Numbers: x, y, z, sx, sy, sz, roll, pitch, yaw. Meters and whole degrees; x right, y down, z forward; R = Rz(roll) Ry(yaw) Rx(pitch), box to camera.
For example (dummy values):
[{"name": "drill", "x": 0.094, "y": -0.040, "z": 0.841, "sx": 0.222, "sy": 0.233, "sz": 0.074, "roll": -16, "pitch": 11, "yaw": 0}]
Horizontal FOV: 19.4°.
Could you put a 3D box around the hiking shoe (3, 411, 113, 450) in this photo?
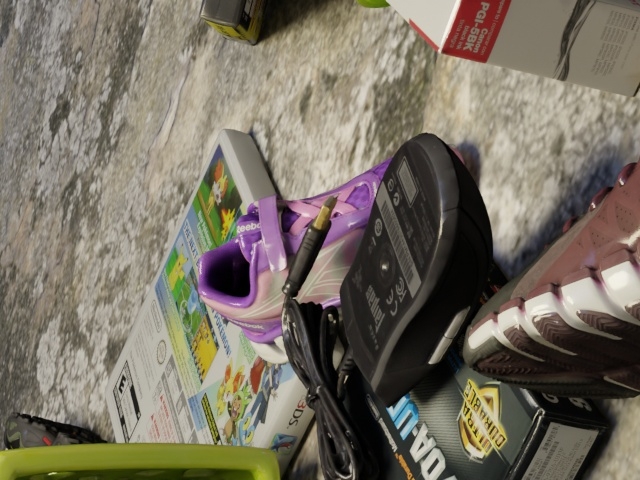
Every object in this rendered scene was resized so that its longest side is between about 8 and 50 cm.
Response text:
[{"name": "hiking shoe", "x": -0.260, "y": 0.234, "z": 1.797, "sx": 0.227, "sy": 0.086, "sz": 0.114, "roll": 9, "pitch": 83, "yaw": 65}]

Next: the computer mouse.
[{"name": "computer mouse", "x": 0.044, "y": 0.019, "z": 1.175, "sx": 0.184, "sy": 0.060, "sz": 0.262, "roll": -111, "pitch": 31, "yaw": -45}]

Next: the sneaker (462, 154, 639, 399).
[{"name": "sneaker", "x": 0.188, "y": -0.022, "z": 0.979, "sx": 0.281, "sy": 0.106, "sz": 0.162, "roll": -26, "pitch": 49, "yaw": 47}]

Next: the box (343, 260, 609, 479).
[{"name": "box", "x": 0.082, "y": 0.120, "z": 1.169, "sx": 0.175, "sy": 0.051, "sz": 0.220, "roll": -65, "pitch": 27, "yaw": 22}]

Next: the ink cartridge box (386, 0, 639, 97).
[{"name": "ink cartridge box", "x": 0.121, "y": -0.138, "z": 1.117, "sx": 0.099, "sy": 0.135, "sz": 0.056, "roll": -123, "pitch": 48, "yaw": -59}]

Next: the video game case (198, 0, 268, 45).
[{"name": "video game case", "x": -0.042, "y": -0.303, "z": 1.547, "sx": 0.248, "sy": 0.035, "sz": 0.274, "roll": -58, "pitch": -18, "yaw": -87}]

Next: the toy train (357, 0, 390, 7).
[{"name": "toy train", "x": 0.037, "y": -0.239, "z": 1.420, "sx": 0.248, "sy": 0.105, "sz": 0.143, "roll": 112, "pitch": 146, "yaw": -73}]

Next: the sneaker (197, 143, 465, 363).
[{"name": "sneaker", "x": 0.000, "y": 0.000, "z": 1.311, "sx": 0.236, "sy": 0.105, "sz": 0.095, "roll": -36, "pitch": 38, "yaw": 34}]

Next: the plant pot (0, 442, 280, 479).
[{"name": "plant pot", "x": -0.168, "y": 0.272, "z": 1.375, "sx": 0.207, "sy": 0.227, "sz": 0.228, "roll": -22, "pitch": 68, "yaw": 58}]

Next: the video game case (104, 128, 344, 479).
[{"name": "video game case", "x": -0.091, "y": 0.112, "z": 1.563, "sx": 0.300, "sy": 0.036, "sz": 0.329, "roll": -64, "pitch": 27, "yaw": 25}]
